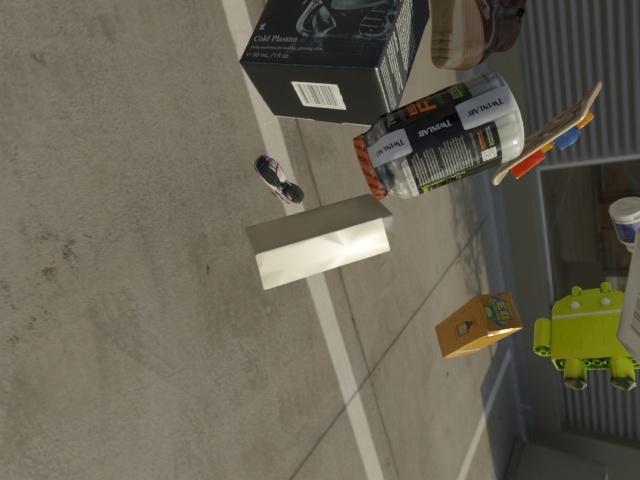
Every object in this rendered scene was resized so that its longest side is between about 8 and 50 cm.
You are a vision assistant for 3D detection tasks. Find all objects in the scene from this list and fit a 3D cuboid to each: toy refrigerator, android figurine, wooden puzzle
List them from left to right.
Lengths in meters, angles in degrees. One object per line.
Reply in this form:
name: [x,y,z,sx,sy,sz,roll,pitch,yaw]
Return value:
toy refrigerator: [0.000,0.000,0.797,0.270,0.102,0.094,-17,125,-13]
wooden puzzle: [0.742,-0.331,1.311,0.080,0.348,0.322,47,49,5]
android figurine: [0.610,0.201,0.904,0.056,0.248,0.273,51,47,-22]

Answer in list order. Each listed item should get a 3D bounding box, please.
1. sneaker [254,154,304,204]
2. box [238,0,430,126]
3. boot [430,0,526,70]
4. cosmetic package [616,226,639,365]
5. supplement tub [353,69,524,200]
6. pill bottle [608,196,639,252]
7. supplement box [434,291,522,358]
sneaker: [-0.135,-0.168,1.206,0.178,0.077,0.072,50,63,-16]
box: [0.064,-0.678,1.371,0.471,0.480,0.297,-70,155,-15]
boot: [0.240,-0.384,0.585,0.207,0.090,0.248,-31,137,-32]
cosmetic package: [0.627,0.085,0.427,0.329,0.394,0.327,50,13,-44]
supplement tub: [0.242,-0.211,0.873,0.193,0.316,0.193,-21,90,-76]
pill bottle: [0.691,-0.031,0.897,0.120,0.067,0.067,54,49,-22]
supplement box: [0.314,0.180,0.837,0.233,0.080,0.078,96,-13,-64]
